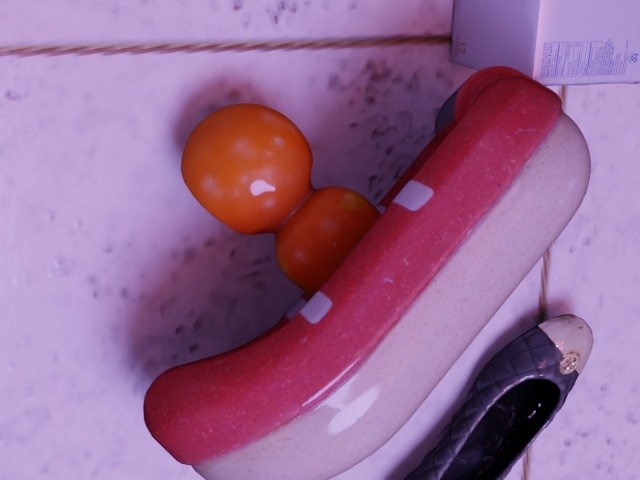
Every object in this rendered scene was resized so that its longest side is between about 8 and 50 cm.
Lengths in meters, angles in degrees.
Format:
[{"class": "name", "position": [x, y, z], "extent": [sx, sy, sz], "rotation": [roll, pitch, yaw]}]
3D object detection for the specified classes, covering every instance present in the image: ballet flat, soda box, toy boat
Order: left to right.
[{"class": "toy boat", "position": [0.000, 0.000, 0.593], "extent": [0.151, 0.151, 0.231], "rotation": [40, 83, -1]}, {"class": "ballet flat", "position": [0.093, 0.113, 0.710], "extent": [0.173, 0.049, 0.057], "rotation": [-50, 122, -6]}, {"class": "soda box", "position": [0.115, -0.184, 0.616], "extent": [0.069, 0.074, 0.216], "rotation": [-5, 108, -27]}]
